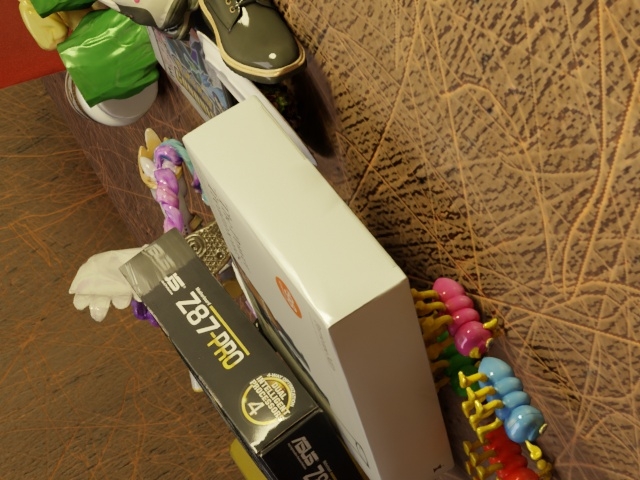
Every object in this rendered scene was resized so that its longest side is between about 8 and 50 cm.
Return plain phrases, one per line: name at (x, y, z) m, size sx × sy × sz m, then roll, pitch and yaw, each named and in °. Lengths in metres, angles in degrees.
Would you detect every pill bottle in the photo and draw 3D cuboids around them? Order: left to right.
pill bottle at (-0.336, -0.251, 2.240) m, size 0.131 × 0.131 × 0.229 m, roll 63°, pitch 167°, yaw -14°

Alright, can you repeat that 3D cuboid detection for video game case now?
video game case at (-0.170, -0.252, 1.812) m, size 0.275 × 0.035 × 0.248 m, roll 52°, pitch 165°, yaw 33°

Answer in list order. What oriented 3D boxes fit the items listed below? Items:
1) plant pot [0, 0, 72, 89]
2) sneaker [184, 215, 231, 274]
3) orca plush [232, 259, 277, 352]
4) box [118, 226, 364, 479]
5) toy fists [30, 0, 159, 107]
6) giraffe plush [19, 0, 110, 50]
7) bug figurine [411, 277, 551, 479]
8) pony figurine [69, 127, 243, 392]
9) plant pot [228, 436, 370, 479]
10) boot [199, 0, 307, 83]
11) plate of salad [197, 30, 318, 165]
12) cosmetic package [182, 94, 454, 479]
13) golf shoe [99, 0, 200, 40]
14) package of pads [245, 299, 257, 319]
plant pot at (-0.575, -0.453, 2.494) m, size 0.267 × 0.267 × 0.235 m, roll 49°, pitch 150°, yaw 41°
sneaker at (-0.129, -0.006, 1.881) m, size 0.066 × 0.188 × 0.071 m, roll 42°, pitch 178°, yaw 10°
orca plush at (0.002, 0.111, 1.818) m, size 0.102 × 0.151 × 0.287 m, roll -40°, pitch 75°, yaw 45°
box at (-0.068, 0.204, 1.664) m, size 0.318 × 0.097 × 0.395 m, roll 47°, pitch 170°, yaw 35°
toy fists at (-0.335, -0.339, 2.028) m, size 0.279 × 0.142 × 0.096 m, roll 64°, pitch -179°, yaw -14°
giraffe plush at (-0.416, -0.408, 2.168) m, size 0.170 × 0.210 × 0.181 m, roll -92°, pitch 13°, yaw -64°
bug figurine at (0.158, 0.147, 1.344) m, size 0.216 × 0.072 × 0.279 m, roll 61°, pitch 174°, yaw 25°
pony figurine at (-0.204, 0.043, 2.107) m, size 0.351 × 0.303 × 0.363 m, roll -101°, pitch -5°, yaw -60°
plant pot at (0.019, 0.297, 1.967) m, size 0.212 × 0.212 × 0.187 m, roll 55°, pitch 154°, yaw 22°
boot at (-0.086, -0.256, 1.400) m, size 0.198 × 0.077 × 0.137 m, roll 47°, pitch 157°, yaw 43°
plate of salad at (-0.063, -0.163, 1.531) m, size 0.200 × 0.048 × 0.200 m, roll 48°, pitch 178°, yaw 3°
cosmetic package at (0.005, 0.072, 1.424) m, size 0.284 × 0.097 × 0.377 m, roll 49°, pitch 166°, yaw 35°
golf shoe at (-0.241, -0.332, 1.662) m, size 0.273 × 0.120 × 0.105 m, roll 38°, pitch 111°, yaw 48°
package of pads at (-0.081, 0.120, 2.264) m, size 0.083 × 0.050 × 0.032 m, roll 54°, pitch 176°, yaw 24°
